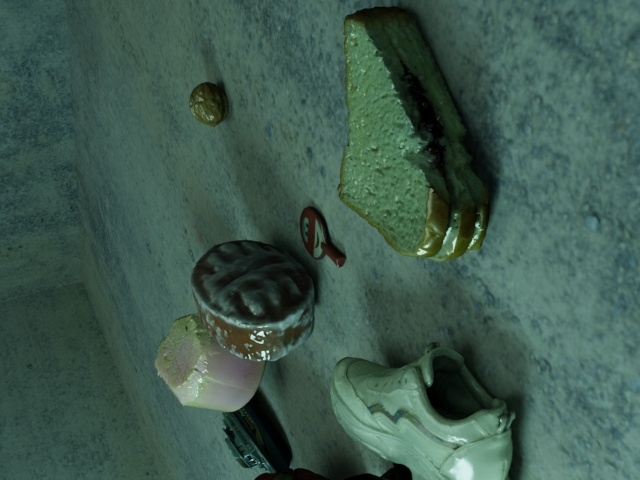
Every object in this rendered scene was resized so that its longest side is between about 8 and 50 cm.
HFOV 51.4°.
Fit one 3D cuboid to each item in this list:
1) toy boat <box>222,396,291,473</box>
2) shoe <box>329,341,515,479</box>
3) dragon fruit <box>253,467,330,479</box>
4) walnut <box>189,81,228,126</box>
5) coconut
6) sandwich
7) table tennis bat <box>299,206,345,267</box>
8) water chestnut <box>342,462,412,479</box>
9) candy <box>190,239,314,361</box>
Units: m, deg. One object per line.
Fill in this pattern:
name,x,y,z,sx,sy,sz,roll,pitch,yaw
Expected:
toy boat,-0.171,0.485,1.645,0.296,0.122,0.114,48,167,36
shoe,0.144,0.226,0.954,0.342,0.132,0.210,34,128,46
dragon fruit,-0.055,0.603,1.294,0.329,0.329,0.329,35,133,50
walnut,-0.242,-0.293,1.438,0.079,0.082,0.096,-105,2,-84
coconut,-0.237,0.278,1.544,0.233,0.245,0.233,-18,62,39
sandwich,0.117,-0.133,0.845,0.254,0.099,0.288,-136,41,-53
table tennis bat,0.000,0.000,1.211,0.155,0.019,0.098,46,141,46
water chestnut,0.100,0.492,1.041,0.289,0.244,0.289,22,119,47
candy,-0.130,0.112,1.288,0.289,0.214,0.157,41,143,47
